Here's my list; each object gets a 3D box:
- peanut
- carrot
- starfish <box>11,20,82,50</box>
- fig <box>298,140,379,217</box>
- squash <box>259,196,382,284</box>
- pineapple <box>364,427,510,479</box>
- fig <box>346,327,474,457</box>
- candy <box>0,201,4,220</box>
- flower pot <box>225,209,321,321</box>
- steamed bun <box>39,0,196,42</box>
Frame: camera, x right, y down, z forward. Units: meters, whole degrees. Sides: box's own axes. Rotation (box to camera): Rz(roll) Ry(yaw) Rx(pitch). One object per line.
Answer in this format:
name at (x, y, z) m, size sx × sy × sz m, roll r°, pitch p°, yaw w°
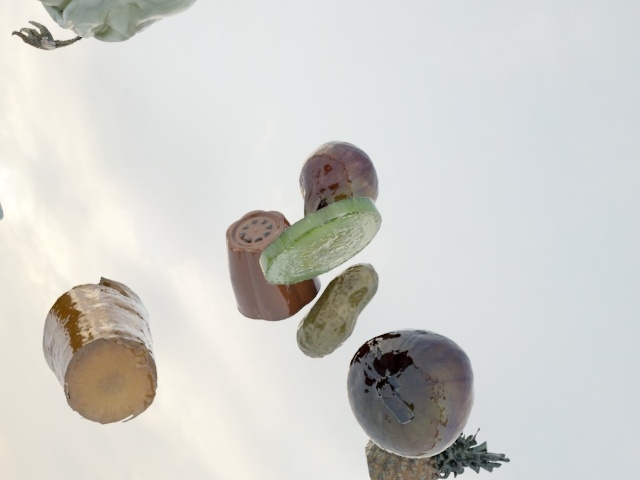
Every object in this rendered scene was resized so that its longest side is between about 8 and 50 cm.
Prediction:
peanut at (0.038, 0.141, 1.700) m, size 0.095 × 0.226 × 0.108 m, roll 36°, pitch 1°, yaw -31°
carrot at (-0.331, 0.180, 1.351) m, size 0.254 × 0.195 × 0.196 m, roll 23°, pitch -45°, yaw 63°
starfish at (-0.484, -0.360, 1.536) m, size 0.133 × 0.130 × 0.041 m, roll -113°, pitch -151°, yaw -60°
fig at (0.019, -0.109, 1.752) m, size 0.175 × 0.207 × 0.175 m, roll 22°, pitch -54°, yaw 34°
squash at (0.002, 0.004, 1.399) m, size 0.041 × 0.219 × 0.219 m, roll 61°, pitch -27°, yaw 17°
pineapple at (0.286, 0.531, 2.083) m, size 0.169 × 0.340 × 0.169 m, roll -11°, pitch 90°, yaw -85°
fig at (0.157, 0.262, 1.512) m, size 0.214 × 0.235 × 0.235 m, roll 39°, pitch -14°, yaw -35°
candy at (-0.778, -0.114, 1.581) m, size 0.145 × 0.208 × 0.359 m, roll 58°, pitch 0°, yaw 33°
flower pot at (-0.105, 0.038, 1.713) m, size 0.190 × 0.190 × 0.173 m, roll 32°, pitch -32°, yaw 42°
steamed bun at (-0.334, -0.436, 1.327) m, size 0.320 × 0.275 × 0.206 m, roll 37°, pitch -25°, yaw 0°
